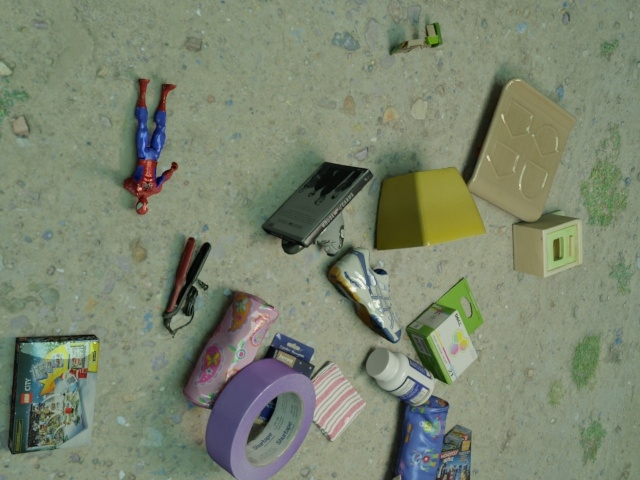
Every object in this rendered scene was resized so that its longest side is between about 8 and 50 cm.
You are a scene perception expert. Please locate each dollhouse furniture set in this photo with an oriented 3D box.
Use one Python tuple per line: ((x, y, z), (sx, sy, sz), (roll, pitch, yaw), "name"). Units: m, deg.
((0.249, -0.525, 1.789), (0.151, 0.076, 0.059), (-18, 95, -31), "dollhouse furniture set")

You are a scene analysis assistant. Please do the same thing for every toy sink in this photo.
((0.730, 0.006, 2.160), (0.234, 0.131, 0.153), (-14, 107, -31), "toy sink")

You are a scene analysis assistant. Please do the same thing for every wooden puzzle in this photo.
((0.587, -0.263, 2.055), (0.322, 0.080, 0.348), (22, 91, -34), "wooden puzzle")

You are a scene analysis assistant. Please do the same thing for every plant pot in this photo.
((0.275, -0.086, 1.813), (0.212, 0.212, 0.187), (-10, 91, -31), "plant pot")

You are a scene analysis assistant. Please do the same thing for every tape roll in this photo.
((-0.133, 0.417, 1.602), (0.274, 0.090, 0.275), (-29, 130, -41), "tape roll")

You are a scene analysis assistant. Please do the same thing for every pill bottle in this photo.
((0.216, 0.370, 1.903), (0.186, 0.112, 0.112), (36, 79, -32), "pill bottle")

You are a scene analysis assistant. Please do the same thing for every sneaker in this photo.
((0.000, 0.000, 1.690), (0.228, 0.086, 0.132), (-45, 129, -39), "sneaker")
((0.150, 0.146, 1.819), (0.131, 0.111, 0.296), (-47, 120, -18), "sneaker")

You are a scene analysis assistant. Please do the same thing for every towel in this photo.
((0.033, 0.432, 1.844), (0.144, 0.029, 0.197), (-45, 119, -18), "towel")

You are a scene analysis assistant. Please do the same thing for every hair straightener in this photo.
((-0.289, 0.112, 1.563), (0.089, 0.047, 0.231), (17, 89, -34), "hair straightener")

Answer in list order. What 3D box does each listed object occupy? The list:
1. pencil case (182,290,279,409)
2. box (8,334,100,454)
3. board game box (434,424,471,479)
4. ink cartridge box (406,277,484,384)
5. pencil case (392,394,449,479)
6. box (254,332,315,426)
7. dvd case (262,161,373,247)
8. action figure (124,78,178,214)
((-0.206, 0.260, 1.600), (0.124, 0.124, 0.284), (33, 81, -33), "pencil case")
((-0.550, 0.315, 1.432), (0.159, 0.044, 0.233), (3, 97, -34), "box")
((0.390, 0.662, 2.088), (0.194, 0.060, 0.194), (9, 90, -44), "board game box")
((0.395, 0.258, 2.008), (0.255, 0.097, 0.189), (-38, 117, -21), "ink cartridge box")
((0.278, 0.594, 1.981), (0.133, 0.119, 0.306), (10, 94, -26), "pencil case")
((-0.101, 0.358, 1.740), (0.136, 0.036, 0.225), (30, 81, -34), "box")
((-0.009, -0.090, 1.630), (0.239, 0.179, 0.030), (-48, 123, -17), "dvd case")
((-0.343, -0.186, 1.426), (0.091, 0.139, 0.281), (5, 99, -32), "action figure")
